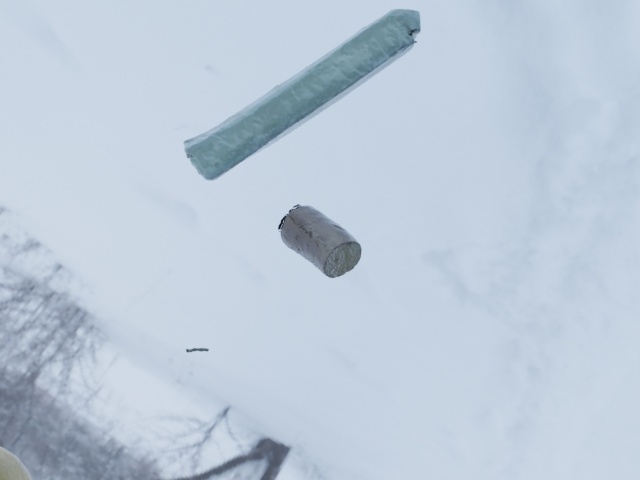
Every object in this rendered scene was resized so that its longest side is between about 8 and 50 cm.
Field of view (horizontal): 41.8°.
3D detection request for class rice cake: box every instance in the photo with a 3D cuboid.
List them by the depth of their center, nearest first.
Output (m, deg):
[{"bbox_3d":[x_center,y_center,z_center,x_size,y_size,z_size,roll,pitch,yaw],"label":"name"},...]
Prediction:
[{"bbox_3d":[-0.016,-0.183,1.034,0.063,0.336,0.066,58,173,-8],"label":"rice cake"}]

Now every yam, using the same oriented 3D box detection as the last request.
[{"bbox_3d":[0.000,0.002,1.294,0.127,0.084,0.084,40,168,41],"label":"yam"}]

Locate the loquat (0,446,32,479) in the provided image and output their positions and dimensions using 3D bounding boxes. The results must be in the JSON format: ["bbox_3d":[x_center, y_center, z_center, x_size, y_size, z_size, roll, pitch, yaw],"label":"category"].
[{"bbox_3d":[-0.659,0.487,1.520,0.275,0.275,0.275,29,159,12],"label":"loquat"}]

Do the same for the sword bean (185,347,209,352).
[{"bbox_3d":[-0.314,0.279,2.137,0.012,0.012,0.083,20,-173,32],"label":"sword bean"}]
